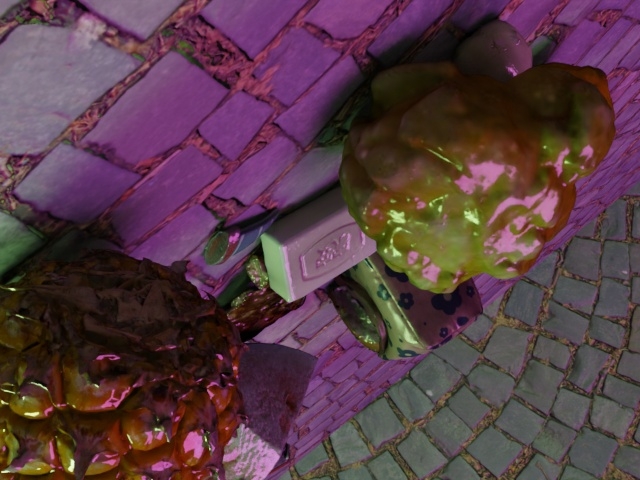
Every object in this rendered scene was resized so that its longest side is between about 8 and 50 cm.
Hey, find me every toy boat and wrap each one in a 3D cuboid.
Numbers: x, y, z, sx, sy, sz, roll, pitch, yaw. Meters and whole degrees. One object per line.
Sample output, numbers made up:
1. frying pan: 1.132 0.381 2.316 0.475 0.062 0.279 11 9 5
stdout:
1. toy boat: -0.104 -0.005 1.350 0.122 0.034 0.096 -25 163 -43

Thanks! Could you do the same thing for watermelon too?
1. watermelon: -0.171 0.313 1.602 0.387 0.258 0.228 -13 164 -41

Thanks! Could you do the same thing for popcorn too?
1. popcorn: 0.196 -0.085 1.264 0.334 0.293 0.292 -8 174 -16

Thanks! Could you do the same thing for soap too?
1. soap: 0.000 0.000 1.460 0.183 0.064 0.121 -31 135 -26

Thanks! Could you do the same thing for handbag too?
1. handbag: 0.146 0.083 1.737 0.190 0.251 0.193 -29 176 -32

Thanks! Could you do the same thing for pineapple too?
1. pineapple: -0.247 0.175 1.035 0.352 0.352 0.300 -15 135 -53

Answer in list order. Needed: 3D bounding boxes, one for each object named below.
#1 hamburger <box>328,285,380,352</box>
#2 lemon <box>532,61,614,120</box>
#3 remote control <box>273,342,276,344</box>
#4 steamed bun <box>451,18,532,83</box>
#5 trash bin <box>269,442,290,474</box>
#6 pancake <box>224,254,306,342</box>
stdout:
1. hamburger: 0.138 0.132 1.954 0.168 0.192 0.288 -32 164 10
2. lemon: 0.378 -0.188 1.594 0.260 0.204 0.204 -48 161 27
3. remote control: -0.129 0.243 1.948 0.096 0.014 0.039 -28 160 -28
4. steamed bun: 0.247 -0.248 1.361 0.112 0.091 0.130 -38 163 2
5. trash bin: -0.208 0.472 2.132 0.239 0.184 0.161 -38 167 36
6. pancake: -0.093 0.096 1.590 0.212 0.056 0.257 -10 154 -45
